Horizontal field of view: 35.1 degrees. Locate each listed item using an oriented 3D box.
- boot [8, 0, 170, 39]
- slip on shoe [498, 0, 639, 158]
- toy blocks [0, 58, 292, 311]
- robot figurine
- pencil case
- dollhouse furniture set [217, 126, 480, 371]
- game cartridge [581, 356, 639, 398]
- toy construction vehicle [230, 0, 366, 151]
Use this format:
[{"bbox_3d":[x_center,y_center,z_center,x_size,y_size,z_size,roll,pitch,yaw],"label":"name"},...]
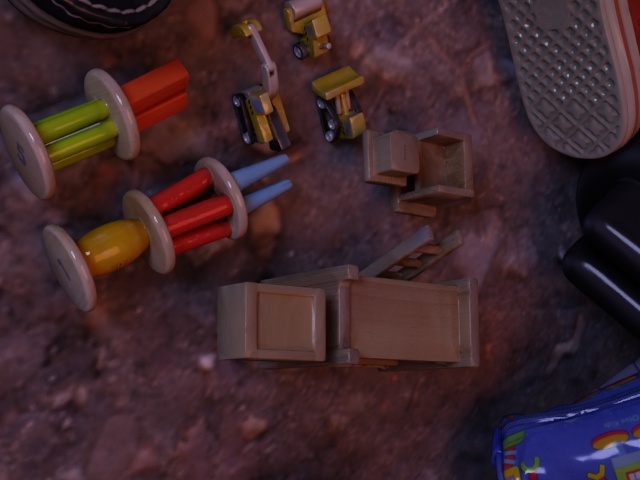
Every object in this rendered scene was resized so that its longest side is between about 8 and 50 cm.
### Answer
[{"bbox_3d":[-0.029,-0.263,0.394,0.138,0.284,0.378,8,98,-38],"label":"boot"},{"bbox_3d":[0.175,-0.217,0.679,0.101,0.123,0.331,-43,130,-35],"label":"slip on shoe"},{"bbox_3d":[-0.088,-0.044,0.565,0.148,0.054,0.123,-28,119,-28],"label":"toy blocks"},{"bbox_3d":[0.313,-0.047,0.793,0.278,0.209,0.174,-39,108,-22],"label":"robot figurine"},{"bbox_3d":[0.276,0.143,0.760,0.306,0.119,0.133,-24,106,17],"label":"pencil case"},{"bbox_3d":[0.000,0.000,0.641,0.181,0.101,0.161,8,77,-38],"label":"dollhouse furniture set"},{"bbox_3d":[0.407,0.175,0.941,0.230,0.068,0.355,-42,128,11],"label":"game cartridge"},{"bbox_3d":[-0.010,-0.097,0.620,0.085,0.035,0.098,-26,118,-28],"label":"toy construction vehicle"}]
